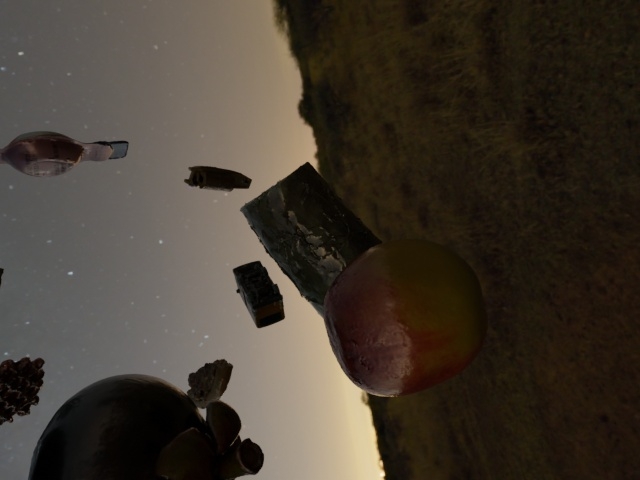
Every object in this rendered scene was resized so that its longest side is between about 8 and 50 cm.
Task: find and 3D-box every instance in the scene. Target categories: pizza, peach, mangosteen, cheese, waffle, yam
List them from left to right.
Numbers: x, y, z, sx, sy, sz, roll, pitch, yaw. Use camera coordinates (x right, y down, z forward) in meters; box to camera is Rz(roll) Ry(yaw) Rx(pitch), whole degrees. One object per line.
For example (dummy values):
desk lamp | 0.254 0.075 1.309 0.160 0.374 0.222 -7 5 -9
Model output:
waffle | -0.874 0.422 1.344 0.234 0.055 0.221 -7 -59 -59
cheese | -0.606 -0.206 1.165 0.189 0.286 0.074 -32 71 61
mangosteen | -0.338 0.442 0.982 0.382 0.435 0.382 166 90 -78
pizza | -0.312 0.392 1.340 0.246 0.058 0.127 -27 58 47
yam | 0.000 0.000 1.100 0.348 0.241 0.241 49 -173 -5
peach | 0.114 0.107 0.689 0.231 0.231 0.230 -11 -90 -87

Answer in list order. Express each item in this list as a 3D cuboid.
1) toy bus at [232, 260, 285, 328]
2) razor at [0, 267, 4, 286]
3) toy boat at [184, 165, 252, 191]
toy bus | -0.165 0.141 1.313 0.182 0.091 0.103 -132 29 -51
razor | -0.944 0.193 1.406 0.106 0.068 0.231 -22 63 55
toy boat | -0.316 -0.189 1.550 0.088 0.226 0.068 45 120 40
